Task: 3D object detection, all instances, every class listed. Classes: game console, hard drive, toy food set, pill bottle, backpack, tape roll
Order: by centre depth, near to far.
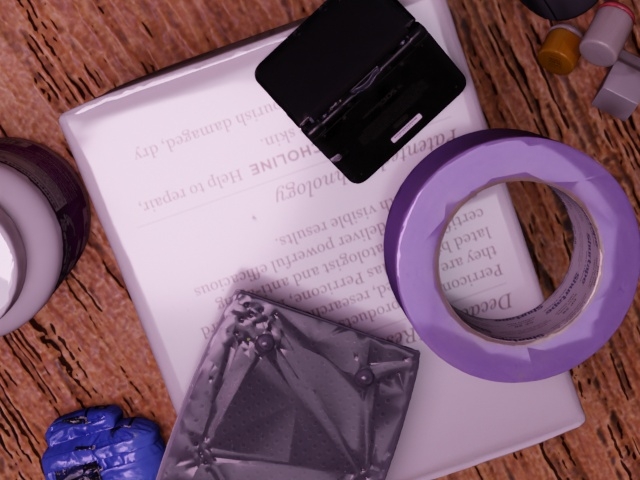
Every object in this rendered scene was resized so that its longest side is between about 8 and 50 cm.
[{"bbox_3d":[0.146,0.010,1.059,0.189,0.080,0.189,-1,100,-4],"label":"tape roll"},{"bbox_3d":[0.032,-0.126,1.064,0.122,0.071,0.107,-43,128,5],"label":"game console"},{"bbox_3d":[-0.037,0.176,1.090,0.172,0.054,0.254,19,99,-5],"label":"hard drive"},{"bbox_3d":[-0.314,0.000,1.261,0.169,0.301,0.169,0,100,-1],"label":"pill bottle"},{"bbox_3d":[0.343,-0.180,1.353,0.232,0.111,0.104,27,67,4],"label":"toy food set"},{"bbox_3d":[-0.220,0.221,1.407,0.120,0.098,0.101,-10,96,1],"label":"backpack"}]

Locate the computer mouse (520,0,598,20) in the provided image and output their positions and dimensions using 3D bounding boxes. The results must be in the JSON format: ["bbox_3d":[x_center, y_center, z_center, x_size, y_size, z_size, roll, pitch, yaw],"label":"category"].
[{"bbox_3d":[0.150,-0.311,1.320,0.184,0.060,0.262,-31,88,5],"label":"computer mouse"}]

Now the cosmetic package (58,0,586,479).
[{"bbox_3d":[0.000,0.000,1.256,0.327,0.329,0.393,-20,101,1],"label":"cosmetic package"}]
